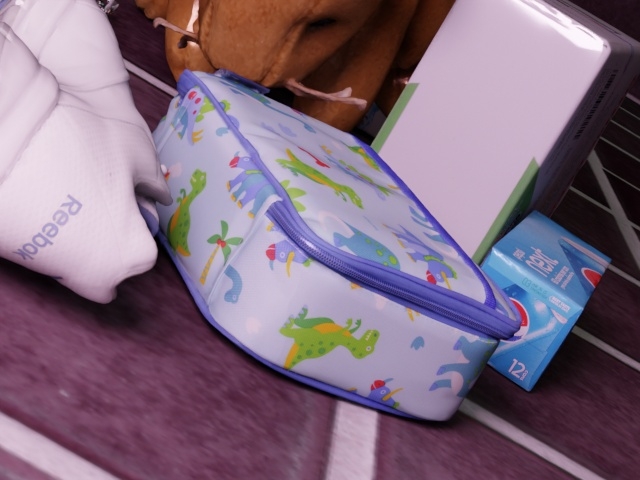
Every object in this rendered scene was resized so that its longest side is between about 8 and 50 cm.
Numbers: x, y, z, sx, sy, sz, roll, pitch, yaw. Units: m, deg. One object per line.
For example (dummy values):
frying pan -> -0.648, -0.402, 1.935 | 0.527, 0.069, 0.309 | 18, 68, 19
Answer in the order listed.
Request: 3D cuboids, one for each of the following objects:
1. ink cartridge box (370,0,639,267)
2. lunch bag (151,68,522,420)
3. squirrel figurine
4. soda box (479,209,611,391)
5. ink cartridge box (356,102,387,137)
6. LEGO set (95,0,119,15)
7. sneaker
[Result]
ink cartridge box -> 0.146, -0.092, 1.215 | 0.117, 0.201, 0.278 | 34, 15, 12
lunch bag -> 0.000, 0.000, 0.860 | 0.176, 0.090, 0.219 | 25, 17, -34
squirrel figurine -> 0.018, -0.268, 1.144 | 0.281, 0.397, 0.370 | 32, 10, 4
soda box -> 0.146, 0.036, 1.068 | 0.071, 0.067, 0.210 | 34, 16, 9
ink cartridge box -> 0.051, -0.205, 1.455 | 0.232, 0.168, 0.171 | 29, 14, -13
LEGO set -> -0.190, -0.192, 1.240 | 0.054, 0.023, 0.083 | 27, 2, -25
sneaker -> -0.137, -0.051, 0.775 | 0.129, 0.111, 0.297 | 44, 15, -18
